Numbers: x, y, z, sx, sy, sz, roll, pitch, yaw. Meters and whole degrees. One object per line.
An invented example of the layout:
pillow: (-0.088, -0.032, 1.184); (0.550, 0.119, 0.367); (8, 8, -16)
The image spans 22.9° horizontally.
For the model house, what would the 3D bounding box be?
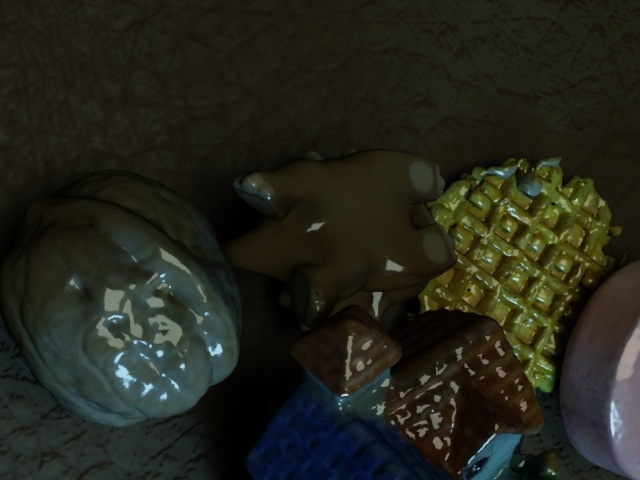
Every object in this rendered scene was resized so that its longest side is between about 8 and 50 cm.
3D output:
model house: (0.088, 0.187, 1.403); (0.295, 0.252, 0.329); (-28, 145, -26)

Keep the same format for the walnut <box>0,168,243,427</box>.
walnut: (-0.172, 0.048, 1.367); (0.224, 0.224, 0.224); (0, 89, -30)

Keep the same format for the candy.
candy: (0.366, 0.134, 1.702); (0.255, 0.094, 0.255); (-14, 112, -38)

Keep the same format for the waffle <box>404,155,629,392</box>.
waffle: (0.200, 0.046, 1.662); (0.281, 0.060, 0.262); (-13, 99, -28)

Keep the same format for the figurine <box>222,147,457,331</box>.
figurine: (0.004, 0.003, 1.482); (0.247, 0.173, 0.177); (-27, 92, -44)
